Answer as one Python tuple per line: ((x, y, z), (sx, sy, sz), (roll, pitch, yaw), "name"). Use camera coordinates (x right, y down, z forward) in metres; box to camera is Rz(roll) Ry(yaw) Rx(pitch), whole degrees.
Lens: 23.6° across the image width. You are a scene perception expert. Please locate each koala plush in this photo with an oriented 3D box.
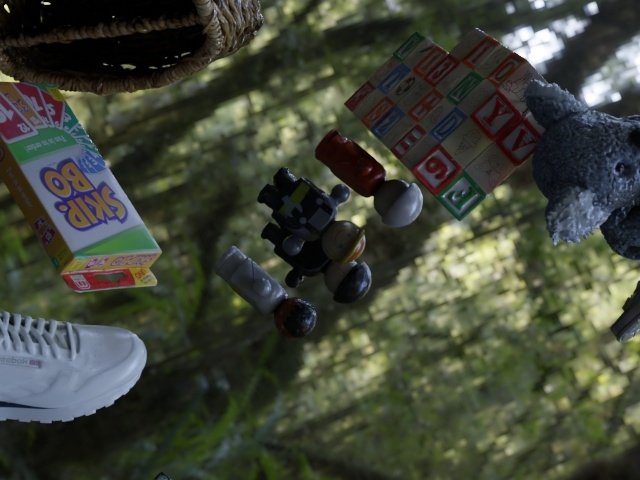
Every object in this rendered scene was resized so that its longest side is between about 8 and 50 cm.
((0.300, -0.069, 1.542), (0.203, 0.221, 0.196), (-27, -118, 50), "koala plush")

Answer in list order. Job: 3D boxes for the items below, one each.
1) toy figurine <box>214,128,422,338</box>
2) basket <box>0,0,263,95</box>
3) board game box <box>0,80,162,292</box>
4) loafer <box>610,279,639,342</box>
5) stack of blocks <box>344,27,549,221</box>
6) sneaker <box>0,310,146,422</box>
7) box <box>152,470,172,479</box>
((0.000, 0.000, 1.786), (0.148, 0.209, 0.213), (39, -57, 7), "toy figurine")
((-0.240, -0.259, 1.655), (0.223, 0.299, 0.213), (-37, 122, -64), "basket")
((-0.261, -0.058, 1.547), (0.039, 0.124, 0.259), (-45, -113, 30), "board game box")
((0.322, 0.045, 1.458), (0.039, 0.125, 0.045), (51, 7, 23), "loafer")
((0.149, -0.152, 1.753), (0.087, 0.171, 0.297), (45, 3, -23), "stack of blocks")
((-0.274, 0.107, 1.399), (0.090, 0.235, 0.094), (-114, -156, -46), "sneaker")
((-0.246, 0.368, 2.072), (0.027, 0.094, 0.137), (41, -25, 4), "box")
